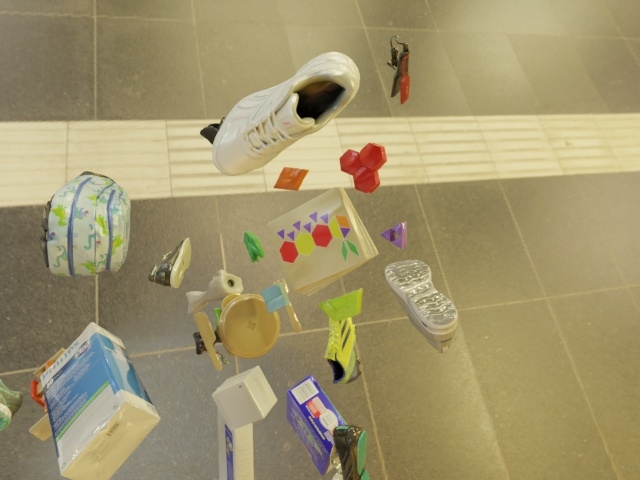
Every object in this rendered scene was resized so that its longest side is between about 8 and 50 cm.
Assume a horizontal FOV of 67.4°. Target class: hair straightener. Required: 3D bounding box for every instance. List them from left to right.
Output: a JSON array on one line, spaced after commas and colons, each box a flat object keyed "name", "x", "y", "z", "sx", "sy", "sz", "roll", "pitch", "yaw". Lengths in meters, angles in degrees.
[{"name": "hair straightener", "x": 0.215, "y": -0.497, "z": 1.384, "sx": 0.047, "sy": 0.230, "sz": 0.089, "roll": -44, "pitch": 65, "yaw": -11}]

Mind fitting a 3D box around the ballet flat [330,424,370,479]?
[{"name": "ballet flat", "x": 0.075, "y": 0.582, "z": 1.208, "sx": 0.096, "sy": 0.281, "sz": 0.095, "roll": 3, "pitch": 14, "yaw": 28}]

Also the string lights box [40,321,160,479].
[{"name": "string lights box", "x": -0.377, "y": 0.260, "z": 0.803, "sx": 0.133, "sy": 0.077, "sz": 0.259, "roll": -49, "pitch": 39, "yaw": -9}]

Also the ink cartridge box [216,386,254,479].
[{"name": "ink cartridge box", "x": -0.242, "y": 0.616, "z": 1.353, "sx": 0.069, "sy": 0.175, "sz": 0.371, "roll": 0, "pitch": 94, "yaw": -26}]

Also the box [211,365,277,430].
[{"name": "box", "x": -0.178, "y": 0.372, "z": 1.135, "sx": 0.101, "sy": 0.087, "sz": 0.101, "roll": -27, "pitch": 92, "yaw": 19}]

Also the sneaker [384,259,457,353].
[{"name": "sneaker", "x": 0.216, "y": 0.142, "z": 1.085, "sx": 0.105, "sy": 0.115, "sz": 0.281, "roll": -11, "pitch": 30, "yaw": -4}]

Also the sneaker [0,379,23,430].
[{"name": "sneaker", "x": -0.585, "y": 0.256, "z": 0.811, "sx": 0.166, "sy": 0.076, "sz": 0.065, "roll": 34, "pitch": 105, "yaw": -6}]

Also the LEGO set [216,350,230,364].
[{"name": "LEGO set", "x": -0.350, "y": 0.423, "z": 1.710, "sx": 0.023, "sy": 0.054, "sz": 0.083, "roll": -47, "pitch": 125, "yaw": -11}]

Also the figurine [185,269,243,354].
[{"name": "figurine", "x": -0.327, "y": 0.222, "z": 1.461, "sx": 0.092, "sy": 0.209, "sz": 0.215, "roll": 11, "pitch": 58, "yaw": -55}]

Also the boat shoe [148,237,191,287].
[{"name": "boat shoe", "x": -0.410, "y": 0.053, "z": 1.334, "sx": 0.079, "sy": 0.084, "sz": 0.233, "roll": 1, "pitch": 24, "yaw": -1}]

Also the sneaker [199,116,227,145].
[{"name": "sneaker", "x": -0.209, "y": -0.233, "z": 1.165, "sx": 0.170, "sy": 0.089, "sz": 0.051, "roll": 42, "pitch": 42, "yaw": -4}]

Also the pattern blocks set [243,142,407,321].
[{"name": "pattern blocks set", "x": 0.000, "y": 0.000, "z": 0.840, "sx": 0.026, "sy": 0.324, "sz": 0.286, "roll": -11, "pitch": 86, "yaw": -58}]

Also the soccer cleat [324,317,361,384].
[{"name": "soccer cleat", "x": 0.063, "y": 0.361, "z": 1.678, "sx": 0.121, "sy": 0.093, "sz": 0.289, "roll": -10, "pitch": 88, "yaw": -28}]

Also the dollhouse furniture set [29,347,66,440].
[{"name": "dollhouse furniture set", "x": -0.583, "y": 0.422, "z": 1.139, "sx": 0.135, "sy": 0.262, "sz": 0.259, "roll": -42, "pitch": 120, "yaw": -13}]

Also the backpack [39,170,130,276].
[{"name": "backpack", "x": -0.640, "y": -0.033, "z": 1.325, "sx": 0.273, "sy": 0.355, "sz": 0.290, "roll": 11, "pitch": 96, "yaw": -4}]

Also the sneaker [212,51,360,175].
[{"name": "sneaker", "x": -0.052, "y": -0.158, "z": 0.615, "sx": 0.232, "sy": 0.115, "sz": 0.090, "roll": -35, "pitch": 110, "yaw": 14}]

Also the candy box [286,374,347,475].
[{"name": "candy box", "x": -0.011, "y": 0.685, "z": 1.769, "sx": 0.122, "sy": 0.317, "sz": 0.268, "roll": -27, "pitch": 60, "yaw": -24}]

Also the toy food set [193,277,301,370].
[{"name": "toy food set", "x": -0.141, "y": 0.162, "z": 0.938, "sx": 0.192, "sy": 0.038, "sz": 0.133, "roll": -20, "pitch": 88, "yaw": -25}]
